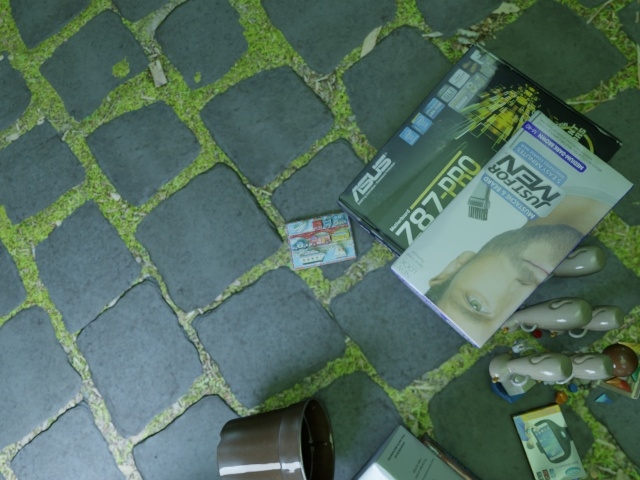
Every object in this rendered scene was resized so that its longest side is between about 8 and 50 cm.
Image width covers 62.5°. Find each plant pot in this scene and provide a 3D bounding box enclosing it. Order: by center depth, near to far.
[{"bbox_3d":[-0.078,0.366,0.919,0.165,0.167,0.166,-12,78,17],"label":"plant pot"}]

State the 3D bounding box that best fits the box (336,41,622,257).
[{"bbox_3d":[0.277,-0.112,0.962,0.318,0.097,0.395,42,90,15],"label":"box"}]

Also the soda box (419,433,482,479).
[{"bbox_3d":[0.233,0.414,0.892,0.183,0.063,0.058,38,89,15],"label":"soda box"}]

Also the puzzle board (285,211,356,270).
[{"bbox_3d":[0.000,0.000,1.038,0.128,0.011,0.096,-12,78,9],"label":"puzzle board"}]

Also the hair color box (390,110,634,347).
[{"bbox_3d":[0.293,-0.015,0.842,0.185,0.110,0.339,43,92,11],"label":"hair color box"}]

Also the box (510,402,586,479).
[{"bbox_3d":[0.387,0.353,0.893,0.081,0.028,0.136,-19,75,7],"label":"box"}]

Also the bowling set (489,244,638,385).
[{"bbox_3d":[0.395,0.166,0.861,0.200,0.154,0.287,49,56,-15],"label":"bowling set"}]

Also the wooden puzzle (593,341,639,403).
[{"bbox_3d":[0.512,0.225,0.899,0.079,0.014,0.116,13,83,13],"label":"wooden puzzle"}]

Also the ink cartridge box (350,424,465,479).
[{"bbox_3d":[0.165,0.466,0.831,0.273,0.114,0.196,39,119,15],"label":"ink cartridge box"}]

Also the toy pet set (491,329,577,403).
[{"bbox_3d":[0.358,0.236,0.915,0.114,0.065,0.122,-23,77,-30],"label":"toy pet set"}]
